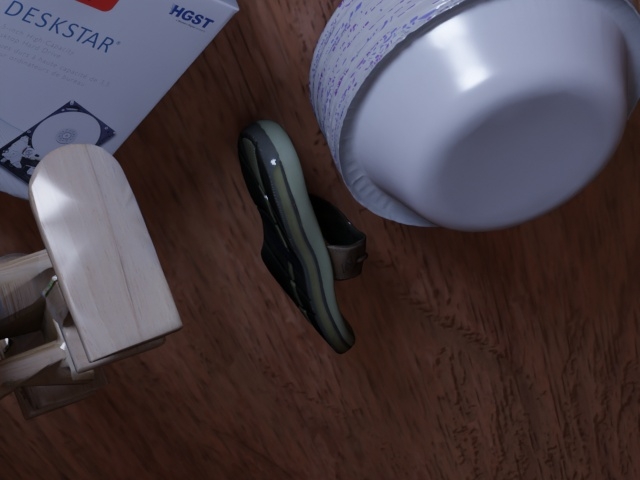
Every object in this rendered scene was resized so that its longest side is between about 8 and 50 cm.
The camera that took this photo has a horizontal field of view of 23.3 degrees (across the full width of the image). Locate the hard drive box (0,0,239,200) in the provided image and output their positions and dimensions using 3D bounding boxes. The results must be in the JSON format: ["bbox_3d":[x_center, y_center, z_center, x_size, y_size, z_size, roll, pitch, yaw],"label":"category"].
[{"bbox_3d":[-0.206,-0.147,1.140,0.181,0.089,0.232,17,128,-41],"label":"hard drive box"}]

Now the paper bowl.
[{"bbox_3d":[0.143,-0.119,1.308,0.284,0.148,0.284,-13,142,-11],"label":"paper bowl"}]

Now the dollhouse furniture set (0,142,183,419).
[{"bbox_3d":[-0.352,0.038,1.153,0.394,0.256,0.362,-20,174,-20],"label":"dollhouse furniture set"}]

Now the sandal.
[{"bbox_3d":[0.001,0.000,1.413,0.086,0.120,0.302,-30,145,-13],"label":"sandal"}]
